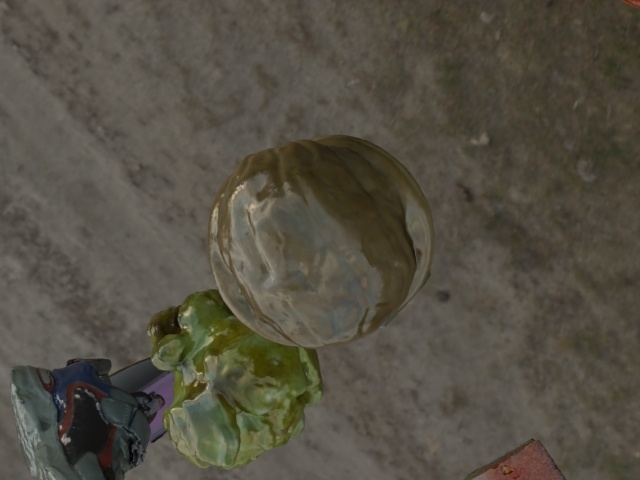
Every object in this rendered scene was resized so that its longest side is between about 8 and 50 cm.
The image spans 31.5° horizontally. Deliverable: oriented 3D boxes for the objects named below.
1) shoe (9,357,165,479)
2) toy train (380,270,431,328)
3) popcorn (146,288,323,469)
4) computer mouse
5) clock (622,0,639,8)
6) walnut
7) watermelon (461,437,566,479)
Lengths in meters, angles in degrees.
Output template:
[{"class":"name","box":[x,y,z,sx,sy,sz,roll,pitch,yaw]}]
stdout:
[{"class":"shoe","box":[-0.189,0.184,0.991,0.227,0.125,0.099,51,146,38]},{"class":"toy train","box":[0.091,0.036,1.808,0.159,0.326,0.129,40,98,1]},{"class":"popcorn","box":[-0.128,0.193,1.633,0.276,0.225,0.277,0,90,26]},{"class":"computer mouse","box":[-0.340,0.308,1.949,0.071,0.310,0.158,13,116,29]},{"class":"clock","box":[0.396,-0.355,1.263,0.205,0.051,0.205,-1,89,29]},{"class":"walnut","box":[0.000,0.000,1.423,0.285,0.296,0.285,-1,99,-4]},{"class":"watermelon","box":[0.291,0.349,1.617,0.193,0.137,0.145,17,173,7]}]
